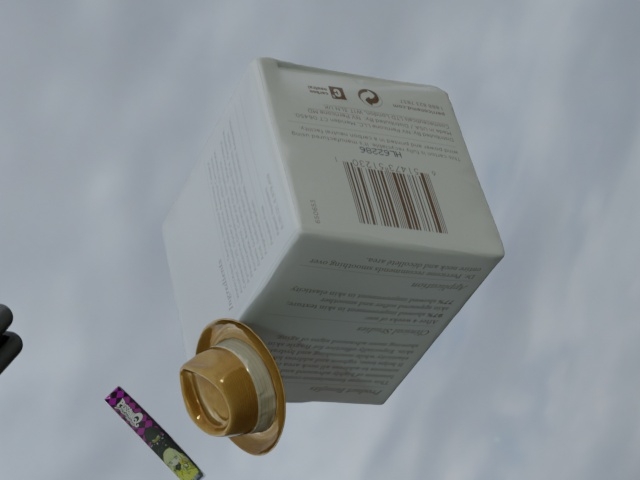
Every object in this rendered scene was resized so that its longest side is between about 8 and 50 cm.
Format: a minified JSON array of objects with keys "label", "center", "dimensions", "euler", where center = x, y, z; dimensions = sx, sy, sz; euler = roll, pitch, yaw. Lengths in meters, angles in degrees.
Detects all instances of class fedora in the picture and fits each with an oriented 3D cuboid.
[{"label":"fedora","center":[-0.126,0.198,1.822],"dimensions":[0.079,0.194,0.194],"euler":[-12,-56,-40]}]

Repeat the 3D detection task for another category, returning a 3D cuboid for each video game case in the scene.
[{"label":"video game case","center":[-0.285,0.346,2.423],"dimensions":[0.042,0.210,0.232],"euler":[-43,-4,-10]}]

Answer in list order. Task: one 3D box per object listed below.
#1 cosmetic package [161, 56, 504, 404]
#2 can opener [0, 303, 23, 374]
[{"label":"cosmetic package","center":[0.000,0.000,2.030],"dimensions":[0.329,0.327,0.394],"euler":[6,-41,-28]},{"label":"can opener","center":[-0.411,0.161,1.423],"dimensions":[0.280,0.093,0.074],"euler":[-50,-41,-46]}]
